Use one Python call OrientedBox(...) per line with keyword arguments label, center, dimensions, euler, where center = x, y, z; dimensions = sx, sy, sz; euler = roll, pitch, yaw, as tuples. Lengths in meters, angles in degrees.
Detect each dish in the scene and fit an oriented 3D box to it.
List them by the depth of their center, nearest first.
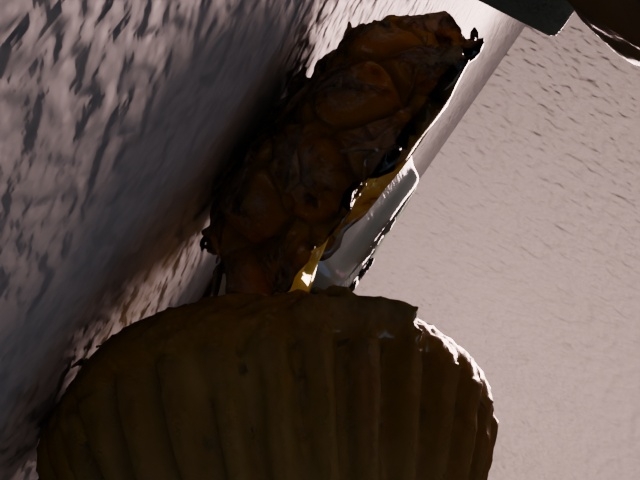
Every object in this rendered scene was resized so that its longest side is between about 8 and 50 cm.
OrientedBox(label="dish", center=(0.000, 0.000, 1.065), dimensions=(0.182, 0.080, 0.243), euler=(-60, 175, 39))

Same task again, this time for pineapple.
OrientedBox(label="pineapple", center=(0.004, -0.044, 0.775), dimensions=(0.225, 0.076, 0.225), euler=(-53, 177, -4))

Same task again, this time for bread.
OrientedBox(label="bread", center=(-0.025, 0.118, 0.723), dimensions=(0.240, 0.240, 0.139), euler=(116, -29, -62))

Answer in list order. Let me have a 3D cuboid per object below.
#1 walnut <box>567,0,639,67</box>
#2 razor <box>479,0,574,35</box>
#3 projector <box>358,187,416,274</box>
OrientedBox(label="walnut", center=(0.228, -0.203, 0.495), dimensions=(0.381, 0.381, 0.381), euler=(-56, 176, -6))
OrientedBox(label="razor", center=(0.107, -0.209, 0.730), dimensions=(0.232, 0.106, 0.068), euler=(-65, -178, -36))
OrientedBox(label="projector", center=(0.035, -0.003, 1.555), dimensions=(0.147, 0.061, 0.115), euler=(-55, 175, -12))
